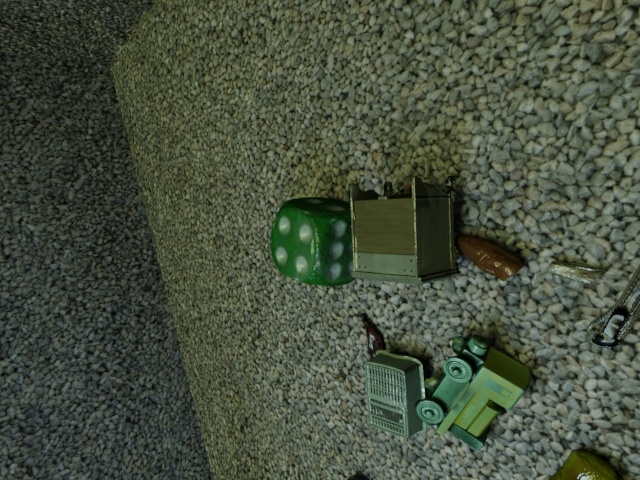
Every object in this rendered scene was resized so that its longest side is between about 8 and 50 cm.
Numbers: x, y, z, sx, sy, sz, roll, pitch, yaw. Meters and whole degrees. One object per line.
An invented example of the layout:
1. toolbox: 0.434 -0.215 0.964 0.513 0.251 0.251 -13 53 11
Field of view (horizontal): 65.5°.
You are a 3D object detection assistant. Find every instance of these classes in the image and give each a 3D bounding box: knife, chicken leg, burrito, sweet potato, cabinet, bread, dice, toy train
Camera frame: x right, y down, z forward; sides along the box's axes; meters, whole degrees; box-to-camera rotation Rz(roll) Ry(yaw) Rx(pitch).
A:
1. knife: 0.805 0.137 1.285 0.089 0.043 0.364 37 122 34
2. chicken leg: 0.204 0.388 1.961 0.093 0.053 0.204 -8 89 61
3. burrito: 0.707 0.089 1.376 0.149 0.041 0.055 14 95 44
4. sweet potato: 0.513 0.048 1.537 0.252 0.097 0.097 35 122 47
5. cabinet: 0.267 -0.040 1.602 0.290 0.228 0.317 1 96 47
6. bread: 0.722 0.781 1.454 0.166 0.112 0.383 42 125 33
7. dice: 0.000 0.000 1.919 0.300 0.287 0.296 23 111 42
8. toy train: 0.476 0.489 1.596 0.253 0.160 0.396 31 122 14

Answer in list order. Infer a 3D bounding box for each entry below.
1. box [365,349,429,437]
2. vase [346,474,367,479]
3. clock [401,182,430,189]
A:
1. box: 0.286 0.556 1.820 0.221 0.166 0.290 3 101 46
2. vase: 0.176 1.086 2.093 0.182 0.120 0.120 54 133 5
3. clock: 0.338 -0.098 1.716 0.205 0.051 0.205 11 105 43
